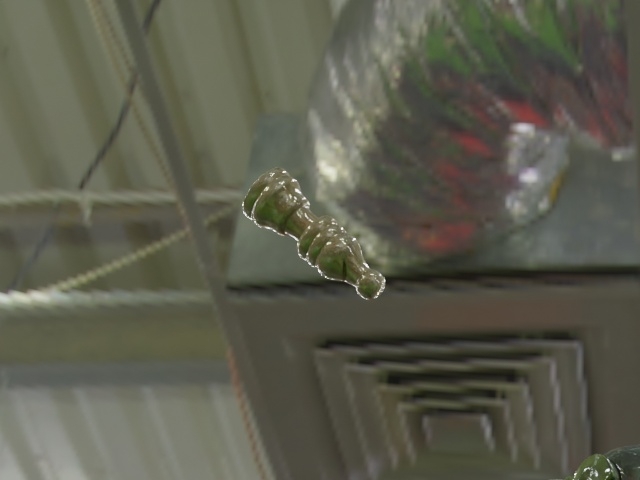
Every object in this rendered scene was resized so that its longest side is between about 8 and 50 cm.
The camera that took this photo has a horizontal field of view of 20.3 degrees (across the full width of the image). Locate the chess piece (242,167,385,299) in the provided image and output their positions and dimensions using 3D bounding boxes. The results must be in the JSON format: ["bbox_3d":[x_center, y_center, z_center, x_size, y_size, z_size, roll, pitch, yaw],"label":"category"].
[{"bbox_3d":[0.000,0.000,0.984,0.092,0.035,0.035,41,-35,23],"label":"chess piece"}]

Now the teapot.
[{"bbox_3d":[0.220,0.198,1.308,0.091,0.092,0.124,16,-41,-22],"label":"teapot"}]
